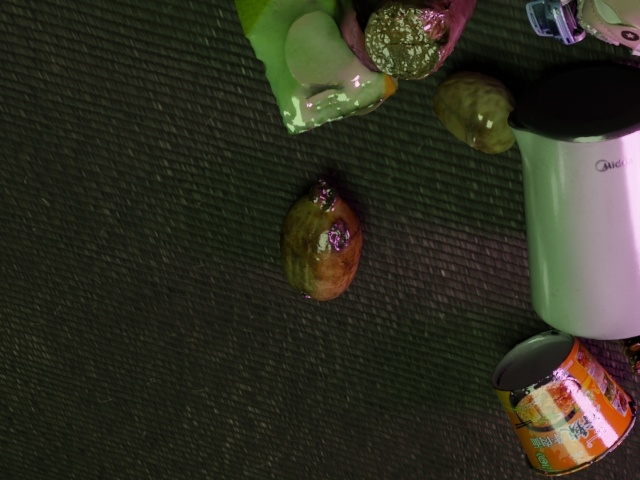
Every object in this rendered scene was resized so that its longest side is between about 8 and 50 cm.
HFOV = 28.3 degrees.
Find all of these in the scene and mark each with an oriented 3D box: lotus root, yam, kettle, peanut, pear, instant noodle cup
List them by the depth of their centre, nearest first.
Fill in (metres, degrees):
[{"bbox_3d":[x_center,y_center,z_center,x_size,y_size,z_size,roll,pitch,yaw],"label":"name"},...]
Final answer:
[{"bbox_3d":[0.147,-0.324,1.845,0.128,0.238,0.129,22,126,8],"label":"yam"},{"bbox_3d":[-0.011,-0.313,1.925,0.176,0.286,0.281,-25,96,7],"label":"pear"},{"bbox_3d":[0.484,-0.078,1.962,0.361,0.250,0.376,-13,124,2],"label":"kettle"},{"bbox_3d":[0.245,-0.204,1.974,0.109,0.159,0.140,-35,145,-9],"label":"peanut"},{"bbox_3d":[0.000,0.000,2.240,0.145,0.128,0.260,19,132,15],"label":"lotus root"},{"bbox_3d":[0.427,0.281,2.292,0.230,0.230,0.182,-25,109,33],"label":"instant noodle cup"}]

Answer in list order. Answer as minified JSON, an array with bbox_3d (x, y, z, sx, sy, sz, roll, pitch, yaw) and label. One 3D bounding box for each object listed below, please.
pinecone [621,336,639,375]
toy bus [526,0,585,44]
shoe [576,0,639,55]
[{"bbox_3d":[0.591,0.177,2.169,0.163,0.165,0.163,9,136,8],"label":"pinecone"},{"bbox_3d":[0.340,-0.342,1.804,0.076,0.167,0.073,-9,125,29],"label":"toy bus"},{"bbox_3d":[0.513,-0.320,1.756,0.351,0.171,0.198,24,165,-39],"label":"shoe"}]
